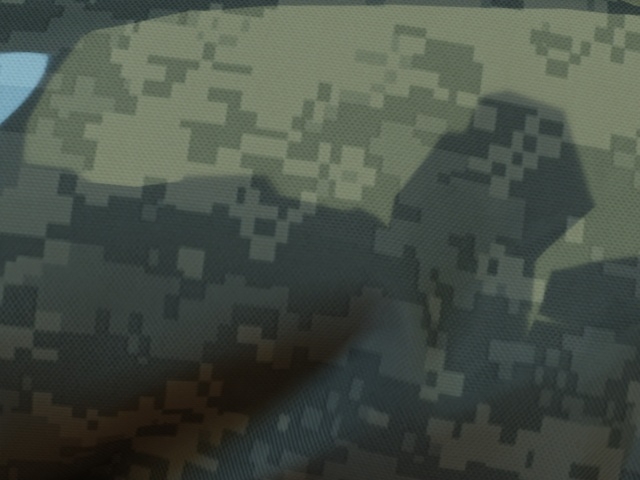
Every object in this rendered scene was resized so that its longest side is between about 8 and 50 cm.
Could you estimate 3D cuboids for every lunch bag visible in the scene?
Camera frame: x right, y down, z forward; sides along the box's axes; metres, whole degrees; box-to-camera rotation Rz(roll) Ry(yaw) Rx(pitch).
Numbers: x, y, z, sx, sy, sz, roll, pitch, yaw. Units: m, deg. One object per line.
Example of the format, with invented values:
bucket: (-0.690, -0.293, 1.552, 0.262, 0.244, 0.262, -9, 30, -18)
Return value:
lunch bag: (0.000, 0.000, 0.488, 0.305, 0.212, 0.256, 10, 51, -1)
